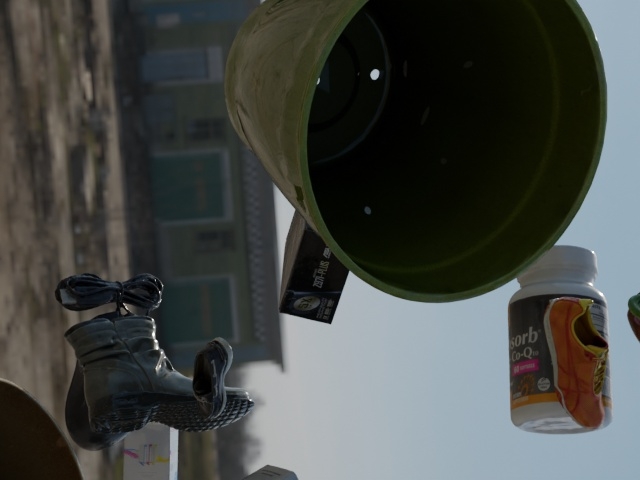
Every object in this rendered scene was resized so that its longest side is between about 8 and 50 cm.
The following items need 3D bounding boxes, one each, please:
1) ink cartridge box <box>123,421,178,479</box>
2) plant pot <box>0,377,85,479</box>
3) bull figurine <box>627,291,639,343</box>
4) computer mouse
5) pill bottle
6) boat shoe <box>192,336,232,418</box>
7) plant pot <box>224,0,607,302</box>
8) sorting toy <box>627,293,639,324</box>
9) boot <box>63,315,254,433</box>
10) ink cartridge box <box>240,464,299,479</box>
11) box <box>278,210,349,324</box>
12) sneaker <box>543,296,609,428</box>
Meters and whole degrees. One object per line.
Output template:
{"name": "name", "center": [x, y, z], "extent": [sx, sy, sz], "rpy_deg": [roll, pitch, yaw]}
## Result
{"name": "ink cartridge box", "center": [-0.320, 0.396, 2.670], "extent": [0.092, 0.090, 0.143], "rpy_deg": [55, 36, -85]}
{"name": "plant pot", "center": [-0.442, 0.319, 1.654], "extent": [0.237, 0.254, 0.237], "rpy_deg": [53, 19, -27]}
{"name": "bull figurine", "center": [0.578, 0.196, 2.137], "extent": [0.310, 0.101, 0.188], "rpy_deg": [52, -17, 16]}
{"name": "computer mouse", "center": [-0.312, 0.187, 2.105], "extent": [0.072, 0.188, 0.272], "rpy_deg": [12, -82, 47]}
{"name": "pill bottle", "center": [0.377, 0.158, 2.236], "extent": [0.162, 0.162, 0.278], "rpy_deg": [102, -11, -70]}
{"name": "boat shoe", "center": [-0.136, 0.172, 1.703], "extent": [0.046, 0.038, 0.125], "rpy_deg": [39, -46, 23]}
{"name": "plant pot", "center": [0.066, -0.157, 1.578], "extent": [0.353, 0.367, 0.366], "rpy_deg": [31, -53, 59]}
{"name": "sorting toy", "center": [0.431, 0.107, 1.770], "extent": [0.061, 0.102, 0.042], "rpy_deg": [-53, 156, -53]}
{"name": "boot", "center": [-0.212, 0.169, 1.889], "extent": [0.083, 0.247, 0.161], "rpy_deg": [-52, -134, 43]}
{"name": "ink cartridge box", "center": [-0.095, 0.348, 1.451], "extent": [0.153, 0.208, 0.087], "rpy_deg": [64, -21, -6]}
{"name": "box", "center": [0.000, 0.000, 1.958], "extent": [0.180, 0.078, 0.147], "rpy_deg": [-86, -168, -55]}
{"name": "sneaker", "center": [0.317, 0.152, 1.700], "extent": [0.064, 0.067, 0.175], "rpy_deg": [-38, 118, -44]}
